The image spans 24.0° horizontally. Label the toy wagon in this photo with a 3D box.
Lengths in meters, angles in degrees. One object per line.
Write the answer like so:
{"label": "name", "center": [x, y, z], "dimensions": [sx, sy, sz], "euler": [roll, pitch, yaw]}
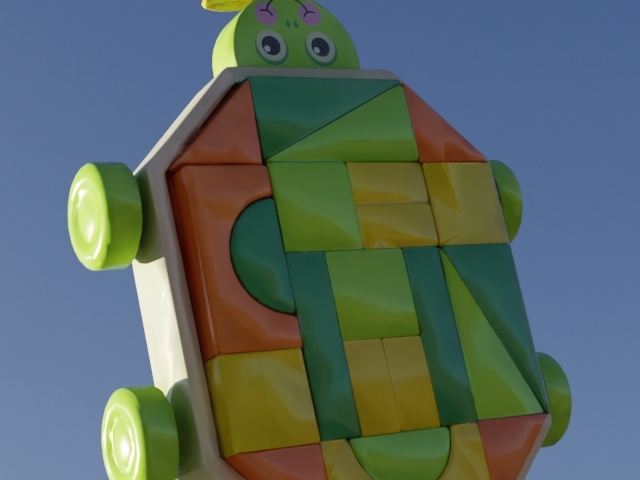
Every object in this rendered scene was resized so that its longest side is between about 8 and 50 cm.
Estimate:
{"label": "toy wagon", "center": [0.000, 0.000, 0.816], "dimensions": [0.267, 0.345, 0.068], "euler": [-2, -17, -32]}
